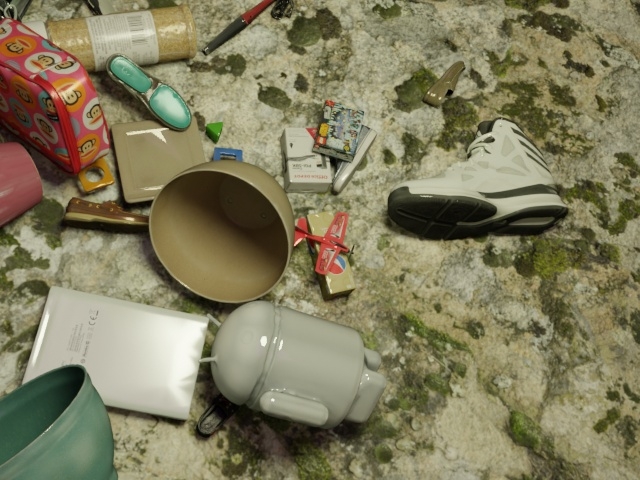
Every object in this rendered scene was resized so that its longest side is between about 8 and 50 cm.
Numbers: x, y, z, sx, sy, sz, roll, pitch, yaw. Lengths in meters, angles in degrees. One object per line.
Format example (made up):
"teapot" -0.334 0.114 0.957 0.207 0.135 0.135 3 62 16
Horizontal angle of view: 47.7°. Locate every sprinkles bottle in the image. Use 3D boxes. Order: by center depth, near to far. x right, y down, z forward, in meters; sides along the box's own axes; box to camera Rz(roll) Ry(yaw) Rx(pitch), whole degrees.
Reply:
"sprinkles bottle" -0.450 -0.427 1.559 0.355 0.121 0.121 -13 75 -19

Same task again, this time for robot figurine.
"robot figurine" -0.055 0.234 1.372 0.353 0.300 0.200 19 111 -13

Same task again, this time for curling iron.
"curling iron" -0.167 -0.513 1.709 0.274 0.035 0.068 -37 83 -23

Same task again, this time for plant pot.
"plant pot" -0.463 0.377 1.206 0.293 0.293 0.196 -38 110 -23
"plant pot" -0.639 -0.099 1.366 0.180 0.201 0.201 -27 79 -37
"plant pot" -0.170 -0.044 1.442 0.284 0.284 0.191 32 31 -2

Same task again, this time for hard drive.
"hard drive" -0.386 0.216 1.391 0.307 0.040 0.203 13 68 -10

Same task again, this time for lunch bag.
"lunch bag" -0.542 -0.265 1.410 0.293 0.258 0.120 33 56 23

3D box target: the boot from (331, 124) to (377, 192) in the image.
"boot" 0.051 -0.196 1.643 0.086 0.069 0.190 29 58 5

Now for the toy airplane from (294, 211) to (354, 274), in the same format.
"toy airplane" 0.000 0.000 1.510 0.151 0.028 0.151 5 69 -12

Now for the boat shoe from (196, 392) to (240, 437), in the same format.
"boat shoe" -0.189 0.325 1.404 0.049 0.042 0.133 40 65 5

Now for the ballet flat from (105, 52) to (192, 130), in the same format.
"ballet flat" -0.361 -0.315 1.535 0.213 0.068 0.072 40 81 -19

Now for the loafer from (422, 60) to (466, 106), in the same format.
"loafer" 0.311 -0.381 1.778 0.050 0.056 0.148 43 76 2

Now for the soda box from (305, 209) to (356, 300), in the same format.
"soda box" 0.017 0.031 1.551 0.061 0.058 0.181 -12 75 -18

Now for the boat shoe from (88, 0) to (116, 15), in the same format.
"boat shoe" -0.498 -0.529 1.628 0.125 0.038 0.046 61 27 5

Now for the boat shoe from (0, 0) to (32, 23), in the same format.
"boat shoe" -0.677 -0.466 1.520 0.104 0.113 0.306 14 58 6

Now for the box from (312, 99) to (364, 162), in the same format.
"box" 0.041 -0.245 1.610 0.093 0.027 0.137 16 56 -5

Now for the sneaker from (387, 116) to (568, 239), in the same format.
"sneaker" 0.336 -0.150 1.665 0.447 0.169 0.258 1 62 -23

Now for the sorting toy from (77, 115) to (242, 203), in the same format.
"sorting toy" -0.340 -0.170 1.539 0.347 0.047 0.196 -10 69 -18

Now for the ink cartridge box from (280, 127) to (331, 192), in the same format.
"ink cartridge box" -0.032 -0.179 1.613 0.099 0.056 0.135 -1 71 -16

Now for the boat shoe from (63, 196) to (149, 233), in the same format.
"boat shoe" -0.424 -0.054 1.464 0.177 0.064 0.060 7 71 -9
